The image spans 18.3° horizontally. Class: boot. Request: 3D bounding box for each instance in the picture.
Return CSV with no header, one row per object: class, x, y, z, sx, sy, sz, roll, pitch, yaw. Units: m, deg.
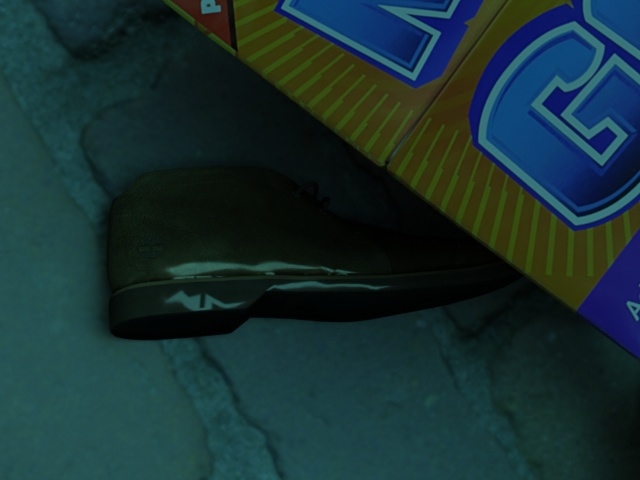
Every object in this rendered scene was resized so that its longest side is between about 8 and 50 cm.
boot,0.000,0.000,1.391,0.305,0.112,0.115,-1,73,-19

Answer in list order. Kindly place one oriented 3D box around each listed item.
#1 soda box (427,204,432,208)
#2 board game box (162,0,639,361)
soda box,0.093,-0.113,1.463,0.060,0.053,0.169,-13,87,-21
board game box,0.171,-0.172,1.230,0.356,0.356,0.356,38,94,10
